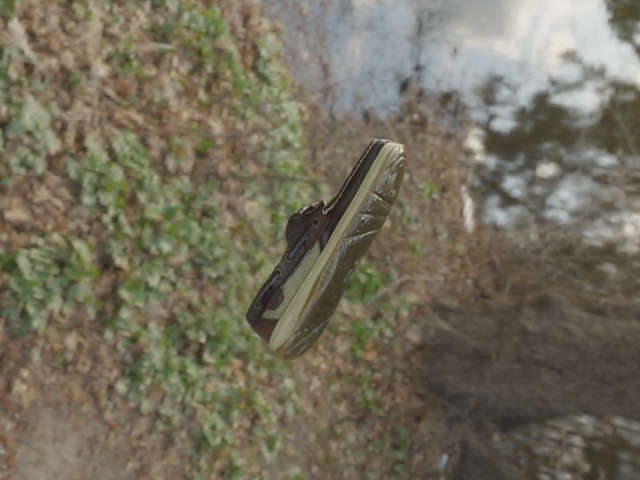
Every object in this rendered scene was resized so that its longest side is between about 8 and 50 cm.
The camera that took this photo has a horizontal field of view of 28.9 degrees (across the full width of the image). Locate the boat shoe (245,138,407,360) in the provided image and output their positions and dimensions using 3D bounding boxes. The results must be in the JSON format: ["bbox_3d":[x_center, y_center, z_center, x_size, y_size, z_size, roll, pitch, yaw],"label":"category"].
[{"bbox_3d":[0.000,0.000,0.764,0.152,0.049,0.056,-60,159,7],"label":"boat shoe"}]
